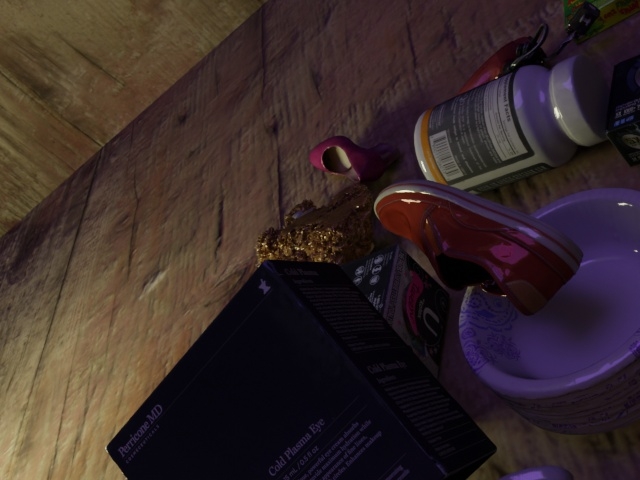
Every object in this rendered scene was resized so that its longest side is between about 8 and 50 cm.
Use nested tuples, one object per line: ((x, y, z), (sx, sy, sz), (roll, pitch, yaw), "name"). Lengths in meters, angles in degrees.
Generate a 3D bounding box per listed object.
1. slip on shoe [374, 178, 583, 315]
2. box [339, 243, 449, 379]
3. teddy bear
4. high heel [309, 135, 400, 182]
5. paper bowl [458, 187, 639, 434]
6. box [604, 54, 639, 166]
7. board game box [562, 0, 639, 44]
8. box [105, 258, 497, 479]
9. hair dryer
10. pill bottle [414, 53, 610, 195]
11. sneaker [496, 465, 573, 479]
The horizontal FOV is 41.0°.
((0.163, 0.004, 1.034), (0.101, 0.123, 0.331), (-55, 35, -6), "slip on shoe")
((0.075, 0.158, 1.238), (0.163, 0.142, 0.247), (-22, 40, 37), "box")
((0.000, 0.000, 1.583), (0.338, 0.113, 0.245), (-14, 28, 48), "teddy bear")
((0.037, -0.149, 1.700), (0.244, 0.082, 0.117), (11, 36, 45), "high heel")
((0.315, 0.090, 0.989), (0.284, 0.148, 0.284), (-34, 31, 24), "paper bowl")
((0.495, -0.201, 1.171), (0.180, 0.077, 0.147), (-17, 40, 43), "box")
((0.505, -0.417, 1.456), (0.181, 0.043, 0.092), (-26, 35, 33), "board game box")
((-0.031, 0.249, 1.029), (0.343, 0.179, 0.312), (-48, 67, 18), "box")
((0.313, -0.297, 1.443), (0.223, 0.080, 0.293), (-29, -10, -38), "hair dryer")
((0.296, -0.173, 1.321), (0.278, 0.162, 0.162), (-19, 40, 40), "pill bottle")
((0.200, 0.328, 0.948), (0.212, 0.080, 0.094), (-40, 41, 27), "sneaker")
